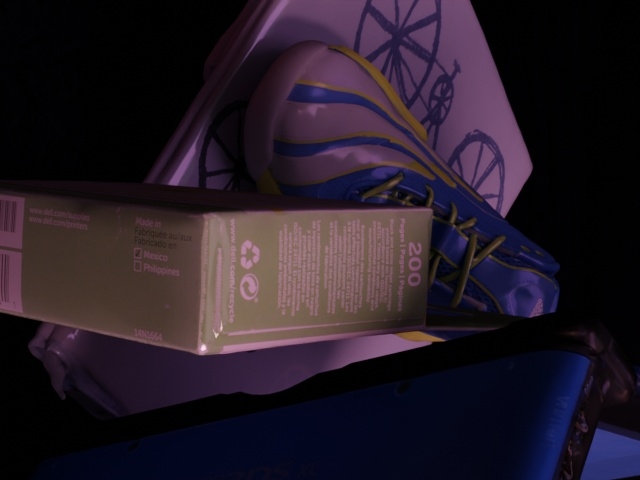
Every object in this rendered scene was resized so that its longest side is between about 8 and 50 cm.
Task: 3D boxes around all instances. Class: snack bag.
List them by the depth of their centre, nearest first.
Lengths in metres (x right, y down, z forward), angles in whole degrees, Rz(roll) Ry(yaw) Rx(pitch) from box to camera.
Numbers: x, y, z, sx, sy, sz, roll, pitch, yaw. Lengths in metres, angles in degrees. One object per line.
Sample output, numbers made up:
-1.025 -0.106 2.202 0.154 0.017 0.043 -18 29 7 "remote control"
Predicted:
0.000 0.000 0.941 0.342 0.037 0.323 -60 148 -20 "snack bag"

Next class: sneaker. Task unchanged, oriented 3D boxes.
0.056 -0.012 0.864 0.091 0.126 0.240 -61 148 -13 "sneaker"

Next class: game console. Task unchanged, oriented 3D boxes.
0.017 0.142 0.700 0.173 0.293 0.250 50 44 -26 "game console"

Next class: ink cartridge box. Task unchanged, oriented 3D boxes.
-0.019 0.007 0.719 0.235 0.171 0.056 -2 96 -46 "ink cartridge box"
